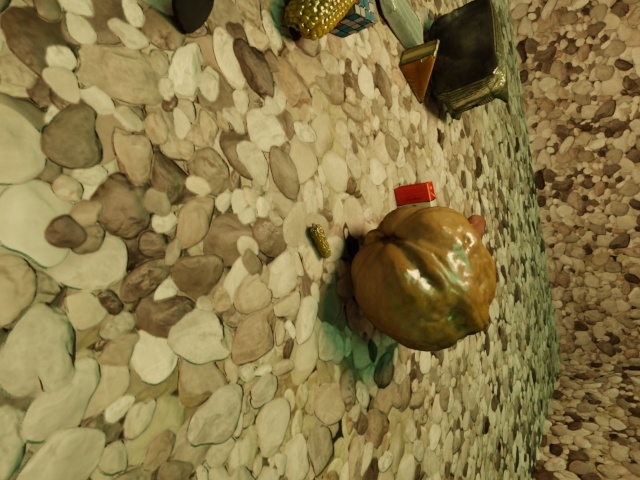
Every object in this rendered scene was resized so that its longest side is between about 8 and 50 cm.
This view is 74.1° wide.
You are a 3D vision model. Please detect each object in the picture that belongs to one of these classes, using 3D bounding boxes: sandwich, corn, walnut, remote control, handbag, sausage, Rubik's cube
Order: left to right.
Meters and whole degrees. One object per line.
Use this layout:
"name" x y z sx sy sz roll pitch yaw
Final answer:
"corn" 0.000 0.000 0.868 0.028 0.027 0.083 -69 140 -61
"corn" 0.040 -0.519 0.849 0.310 0.101 0.101 -50 131 -3
"Rubik's cube" 0.059 -0.529 0.959 0.092 0.092 0.092 -15 98 -53
"remote control" 0.243 -0.655 1.252 0.247 0.052 0.104 23 69 -52
"walnut" 0.238 0.094 0.957 0.344 0.306 0.306 45 52 -38
"sandwich" 0.329 -0.510 1.292 0.163 0.113 0.079 44 53 -41
"sausage" 0.508 0.043 1.482 0.088 0.088 0.433 61 43 -28
"handbag" 0.495 -0.581 1.407 0.240 0.247 0.341 19 64 -51

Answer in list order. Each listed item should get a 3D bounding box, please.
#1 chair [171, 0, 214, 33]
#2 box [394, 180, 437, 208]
"chair" -0.220 -0.429 0.583 0.145 0.221 0.140 19 64 -4
"box" 0.270 -0.080 1.171 0.048 0.100 0.152 -25 105 -54
